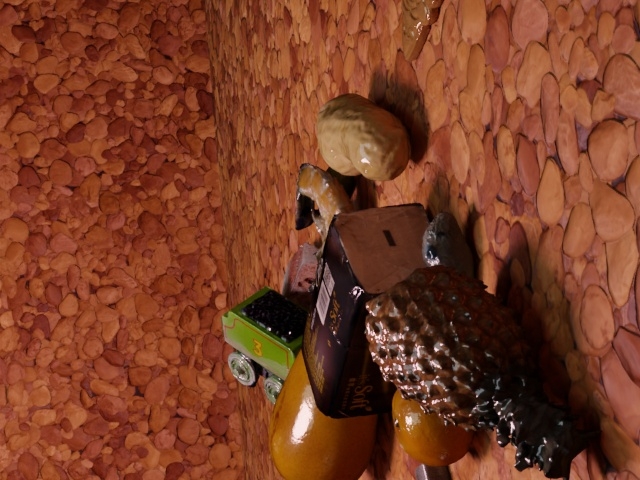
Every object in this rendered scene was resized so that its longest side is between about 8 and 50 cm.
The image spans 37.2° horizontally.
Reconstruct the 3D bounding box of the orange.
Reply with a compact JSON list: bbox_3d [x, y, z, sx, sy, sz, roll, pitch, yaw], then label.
[{"bbox_3d":[0.179,0.287,1.533,0.156,0.124,0.156,179,90,-73],"label":"orange"}]

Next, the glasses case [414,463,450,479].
[{"bbox_3d":[0.208,0.485,1.622,0.071,0.047,0.204,111,151,-59],"label":"glasses case"}]

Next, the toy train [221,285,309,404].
[{"bbox_3d":[-0.110,0.264,2.347,0.307,0.173,0.248,28,136,35],"label":"toy train"}]

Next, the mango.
[{"bbox_3d":[0.014,0.356,1.990,0.264,0.221,0.377,-123,41,-68],"label":"mango"}]

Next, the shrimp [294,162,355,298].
[{"bbox_3d":[0.000,0.000,2.102,0.272,0.085,0.445,60,160,24],"label":"shrimp"}]

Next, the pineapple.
[{"bbox_3d":[0.218,0.182,1.271,0.362,0.202,0.202,43,136,52],"label":"pineapple"}]

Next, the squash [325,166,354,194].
[{"bbox_3d":[0.034,-0.105,2.087,0.201,0.066,0.066,100,160,-61],"label":"squash"}]

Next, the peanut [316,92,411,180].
[{"bbox_3d":[0.077,-0.184,1.766,0.319,0.148,0.147,-132,41,-63],"label":"peanut"}]

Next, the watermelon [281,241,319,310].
[{"bbox_3d":[-0.038,0.085,2.384,0.241,0.095,0.154,115,158,-58],"label":"watermelon"}]

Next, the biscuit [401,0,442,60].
[{"bbox_3d":[0.165,-0.415,1.591,0.162,0.035,0.250,-107,18,-52],"label":"biscuit"}]

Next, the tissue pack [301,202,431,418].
[{"bbox_3d":[0.089,0.127,1.678,0.370,0.198,0.210,102,160,-45],"label":"tissue pack"}]

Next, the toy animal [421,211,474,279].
[{"bbox_3d":[0.202,0.082,1.480,0.070,0.079,0.252,20,-113,-83],"label":"toy animal"}]
